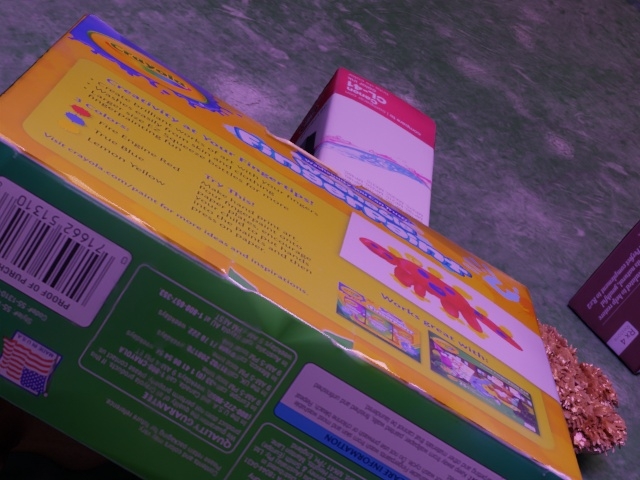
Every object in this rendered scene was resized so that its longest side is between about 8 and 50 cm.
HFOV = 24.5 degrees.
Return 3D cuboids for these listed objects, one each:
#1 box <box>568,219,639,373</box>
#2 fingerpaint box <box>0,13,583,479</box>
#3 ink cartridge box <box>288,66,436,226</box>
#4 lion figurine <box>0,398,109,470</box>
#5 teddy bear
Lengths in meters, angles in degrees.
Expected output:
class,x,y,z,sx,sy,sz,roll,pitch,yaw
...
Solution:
class,x,y,z,sx,sy,sz,roll,pitch,yaw
box,0.511,0.040,1.990,0.143,0.191,0.381,47,29,19
fingerpaint box,-0.053,0.047,1.083,0.445,0.163,0.371,31,17,-9
ink cartridge box,0.000,0.000,1.438,0.131,0.226,0.306,32,28,-9
lion figurine,-0.237,0.114,1.096,0.392,0.142,0.240,2,46,-50
teddy bear,0.202,0.113,1.618,0.338,0.113,0.245,39,26,5
